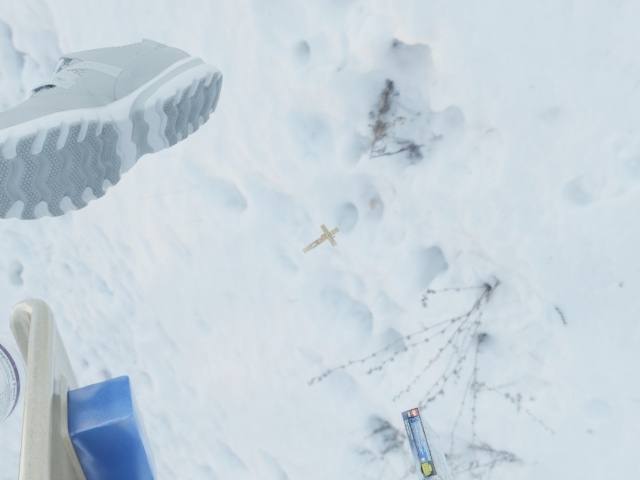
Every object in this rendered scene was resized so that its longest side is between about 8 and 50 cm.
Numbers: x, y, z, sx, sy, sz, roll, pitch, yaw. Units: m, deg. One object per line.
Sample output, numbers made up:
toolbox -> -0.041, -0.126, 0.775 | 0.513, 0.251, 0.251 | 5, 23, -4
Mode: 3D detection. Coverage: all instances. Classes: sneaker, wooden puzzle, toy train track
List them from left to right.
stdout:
sneaker -> -0.221, -0.113, 0.585 | 0.115, 0.281, 0.105 | 35, 132, 15
wooden puzzle -> -0.139, 0.247, 0.463 | 0.348, 0.080, 0.322 | -132, 31, -53
toy train track -> 0.000, 0.000, 1.224 | 0.048, 0.083, 0.014 | 57, 161, 0

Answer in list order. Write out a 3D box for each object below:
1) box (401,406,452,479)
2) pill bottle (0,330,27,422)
box -> 0.151, 0.299, 0.877 | 0.027, 0.094, 0.137 | -21, 142, 10
pill bottle -> -0.586, 0.240, 1.011 | 0.169, 0.301, 0.169 | 1, 96, 8
